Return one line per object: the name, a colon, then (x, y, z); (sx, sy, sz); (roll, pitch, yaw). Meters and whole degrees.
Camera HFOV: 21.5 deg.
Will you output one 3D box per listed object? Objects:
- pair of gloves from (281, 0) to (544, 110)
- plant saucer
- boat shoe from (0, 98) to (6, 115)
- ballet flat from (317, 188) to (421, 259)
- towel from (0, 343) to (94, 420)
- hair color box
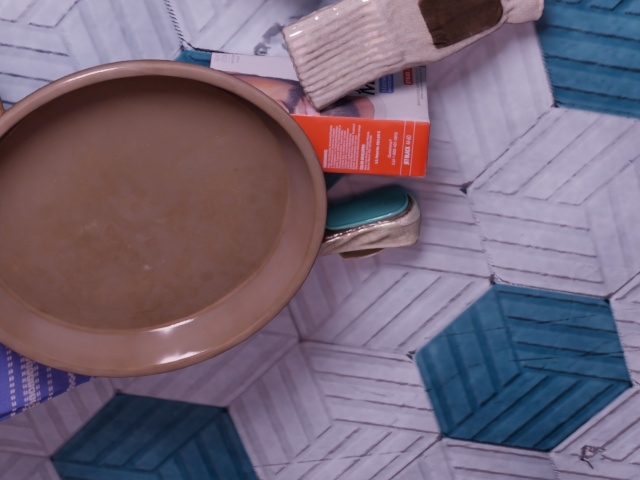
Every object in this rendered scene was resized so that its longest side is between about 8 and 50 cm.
pair of gloves: (0.056, -0.221, 1.177); (0.204, 0.042, 0.240); (-25, 126, -15)
plant saucer: (-0.134, -0.016, 1.225); (0.278, 0.041, 0.277); (-8, 127, -10)
boat shoe: (-0.388, -0.096, 1.288); (0.302, 0.113, 0.103); (0, 112, -1)
ballet flat: (0.000, 0.000, 1.368); (0.168, 0.057, 0.052); (-9, 133, 7)
towel: (-0.228, 0.024, 1.293); (0.336, 0.040, 0.243); (-22, 129, -31)
hair color box: (-0.003, -0.096, 1.279); (0.167, 0.093, 0.053); (2, 124, -1)
